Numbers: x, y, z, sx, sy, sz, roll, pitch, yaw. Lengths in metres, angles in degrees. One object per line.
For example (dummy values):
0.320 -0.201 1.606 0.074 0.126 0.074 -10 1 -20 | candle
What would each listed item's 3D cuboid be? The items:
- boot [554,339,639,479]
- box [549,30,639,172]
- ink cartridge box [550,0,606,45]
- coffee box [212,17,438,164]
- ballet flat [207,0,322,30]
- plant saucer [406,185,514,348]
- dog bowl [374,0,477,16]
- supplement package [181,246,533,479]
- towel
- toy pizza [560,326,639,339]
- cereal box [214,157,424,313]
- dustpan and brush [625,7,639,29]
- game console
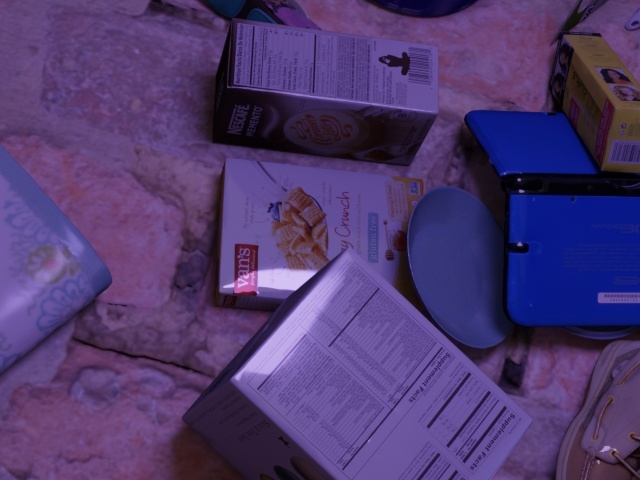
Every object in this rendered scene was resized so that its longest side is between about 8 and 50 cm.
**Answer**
0.375 0.215 1.670 0.095 0.203 0.262 44 56 -28 | boot
0.337 -0.169 1.841 0.058 0.087 0.232 2 30 -11 | box
0.374 -0.392 1.958 0.255 0.189 0.097 -39 79 -25 | ink cartridge box
0.004 -0.172 1.803 0.246 0.141 0.098 6 65 -9 | coffee box
-0.077 -0.295 1.886 0.221 0.077 0.079 43 46 3 | ballet flat
0.155 0.034 1.769 0.195 0.037 0.195 21 59 -40 | plant saucer
0.134 -0.423 1.950 0.264 0.104 0.265 5 70 -15 | dog bowl
0.034 0.186 1.591 0.262 0.199 0.198 43 64 -3 | supplement package
-0.461 0.004 1.651 0.320 0.090 0.374 -40 79 -22 | towel
0.315 0.030 1.836 0.201 0.032 0.201 8 60 -13 | toy pizza
0.000 0.000 1.773 0.240 0.047 0.173 5 66 -11 | cereal box
0.486 -0.346 2.001 0.147 0.211 0.060 47 22 -29 | dustpan and brush
0.329 -0.030 1.838 0.293 0.173 0.250 1 93 -16 | game console
